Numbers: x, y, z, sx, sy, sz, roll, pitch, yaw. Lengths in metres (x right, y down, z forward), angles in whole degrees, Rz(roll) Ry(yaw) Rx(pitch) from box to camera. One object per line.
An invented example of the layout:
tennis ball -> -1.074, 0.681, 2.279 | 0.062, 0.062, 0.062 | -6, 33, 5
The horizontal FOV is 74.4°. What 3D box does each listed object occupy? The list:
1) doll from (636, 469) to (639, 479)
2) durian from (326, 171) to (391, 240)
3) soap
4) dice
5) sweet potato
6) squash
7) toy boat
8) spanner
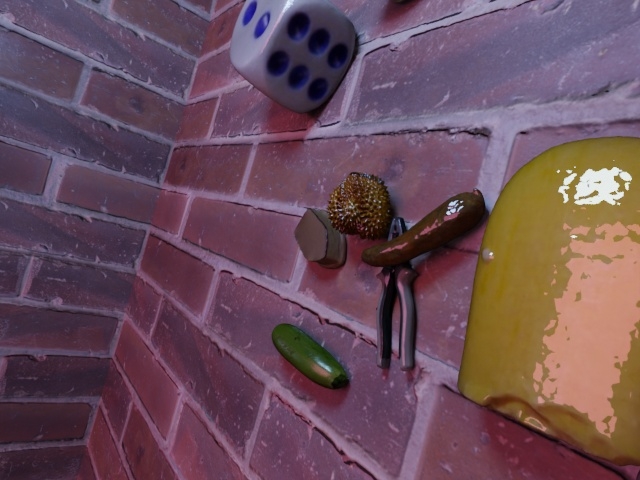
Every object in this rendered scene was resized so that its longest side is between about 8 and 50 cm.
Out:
doll -> 0.430, 0.273, 0.475 | 0.227, 0.075, 0.102 | -49, 26, 13
durian -> 0.089, -0.078, 0.980 | 0.158, 0.137, 0.167 | -6, 80, 29
soap -> 0.362, 0.058, 0.602 | 0.306, 0.115, 0.426 | 14, 88, 56
dice -> -0.089, -0.595, 1.276 | 0.304, 0.277, 0.304 | -52, 44, 21
sweet potato -> 0.200, -0.008, 0.833 | 0.274, 0.075, 0.075 | -33, 52, 26
squash -> -0.042, 0.278, 1.048 | 0.293, 0.082, 0.082 | 23, 95, 52
toy boat -> 0.000, 0.000, 1.114 | 0.116, 0.061, 0.188 | -57, 41, 20
spanner -> 0.160, 0.107, 0.895 | 0.096, 0.040, 0.324 | -11, 70, 48
